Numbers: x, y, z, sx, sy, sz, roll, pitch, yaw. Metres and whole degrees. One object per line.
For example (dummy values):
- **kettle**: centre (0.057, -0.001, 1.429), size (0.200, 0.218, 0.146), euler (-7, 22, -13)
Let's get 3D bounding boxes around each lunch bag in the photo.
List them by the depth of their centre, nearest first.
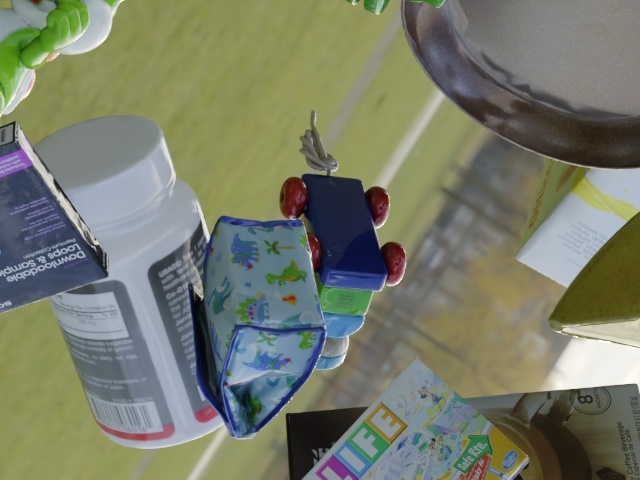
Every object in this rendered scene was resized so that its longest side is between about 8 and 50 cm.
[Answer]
- **lunch bag**: centre (-0.060, 0.074, 1.447), size (0.151, 0.096, 0.128), euler (108, -21, -47)

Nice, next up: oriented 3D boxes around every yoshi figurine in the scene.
- **yoshi figurine**: centre (-0.324, -0.227, 1.735), size (0.362, 0.203, 0.203), euler (-42, -166, -19)

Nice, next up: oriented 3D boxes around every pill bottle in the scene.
- **pill bottle**: centre (-0.171, 0.037, 1.596), size (0.161, 0.161, 0.283), euler (-54, 137, -47)

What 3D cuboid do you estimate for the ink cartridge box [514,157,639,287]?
- **ink cartridge box**: centre (0.395, -0.135, 1.937), size (0.384, 0.160, 0.279), euler (-56, -173, 48)

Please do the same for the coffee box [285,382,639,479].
- **coffee box**: centre (0.125, 0.226, 1.416), size (0.119, 0.297, 0.168), euler (86, -2, -47)

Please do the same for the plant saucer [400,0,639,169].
- **plant saucer**: centre (0.225, -0.182, 1.596), size (0.050, 0.311, 0.310), euler (-60, 179, -27)

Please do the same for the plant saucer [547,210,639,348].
- **plant saucer**: centre (0.351, 0.015, 1.017), size (0.333, 0.333, 0.081), euler (12, 74, -53)

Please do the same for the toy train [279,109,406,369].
- **toy train**: centre (0.000, 0.000, 1.708), size (0.248, 0.105, 0.143), euler (-104, -155, -50)

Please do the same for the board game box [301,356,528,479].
- **board game box**: centre (0.051, 0.170, 1.168), size (0.154, 0.103, 0.026), euler (-47, 164, -7)

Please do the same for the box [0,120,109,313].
- **box**: centre (-0.248, -0.012, 1.331), size (0.162, 0.116, 0.029), euler (61, 15, -45)

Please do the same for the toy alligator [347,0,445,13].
- **toy alligator**: centre (-0.001, -0.203, 1.137), size (0.051, 0.190, 0.056), euler (-54, 176, 38)
